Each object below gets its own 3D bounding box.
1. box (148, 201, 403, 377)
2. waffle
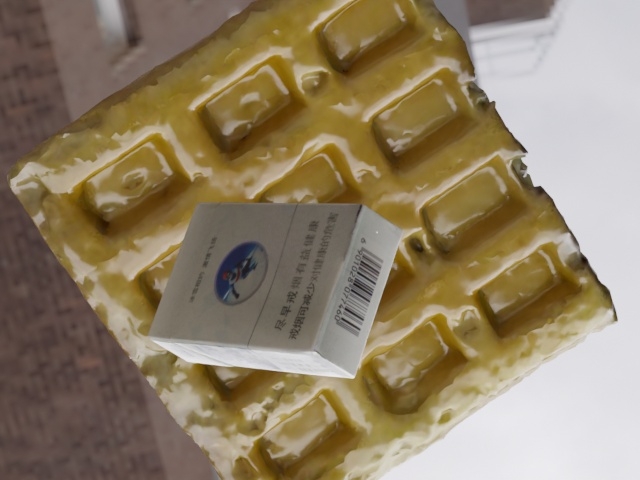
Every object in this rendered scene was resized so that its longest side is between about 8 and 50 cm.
[{"bbox_3d":[-0.016,0.015,0.612,0.083,0.024,0.054,2,-112,46],"label":"box"},{"bbox_3d":[0.000,0.000,0.917,0.221,0.248,0.055,-33,-160,-1],"label":"waffle"}]
